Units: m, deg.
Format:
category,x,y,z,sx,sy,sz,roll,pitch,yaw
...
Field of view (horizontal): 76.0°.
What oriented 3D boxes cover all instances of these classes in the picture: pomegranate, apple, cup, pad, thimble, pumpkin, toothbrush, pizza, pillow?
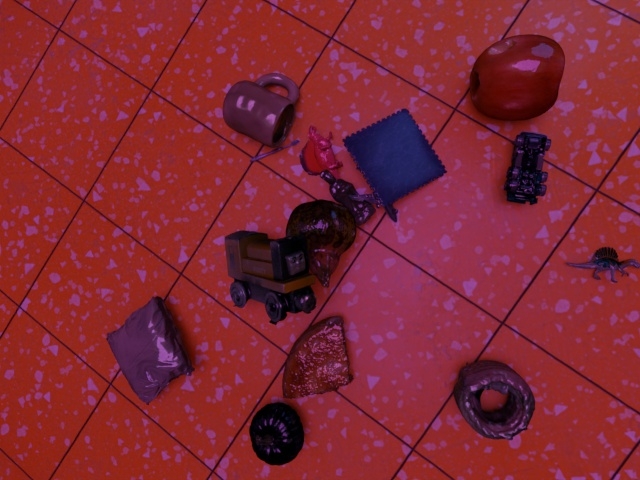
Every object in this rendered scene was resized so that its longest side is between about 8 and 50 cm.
category,x,y,z,sx,sy,sz,roll,pitch,yaw
pomegranate,0.013,0.003,1.302,0.222,0.204,0.277,-32,79,40
apple,0.570,-0.475,1.210,0.240,0.242,0.242,-1,87,17
cup,-0.192,-0.465,1.381,0.202,0.173,0.255,27,93,9
pad,0.242,-0.274,1.328,0.269,0.012,0.269,-30,83,-13
thimble,0.511,0.469,1.223,0.218,0.150,0.219,0,88,10
pumpkin,-0.142,0.633,1.345,0.194,0.150,0.194,1,108,2
toothbrush,-0.164,-0.316,1.449,0.193,0.019,0.013,-20,85,11
pizza,0.004,0.408,1.353,0.226,0.086,0.336,32,95,6
pillow,-0.603,0.395,1.443,0.283,0.138,0.310,-34,80,16

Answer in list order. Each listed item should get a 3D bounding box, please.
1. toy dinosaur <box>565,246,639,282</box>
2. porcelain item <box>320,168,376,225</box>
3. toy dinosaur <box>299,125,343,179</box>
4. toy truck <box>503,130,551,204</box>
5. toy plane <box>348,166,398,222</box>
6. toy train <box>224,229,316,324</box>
category,x,y,z,sx,sy,sz,roll,pitch,yaw
toy dinosaur,0.856,0.065,1.236,0.187,0.044,0.106,25,79,23
porcelain item,0.085,-0.150,1.339,0.081,0.069,0.216,-43,98,2
toy dinosaur,0.004,-0.248,1.400,0.138,0.070,0.286,-20,94,21
toy truck,0.621,-0.213,1.253,0.110,0.116,0.216,11,82,10
toy plane,0.195,-0.160,1.333,0.226,0.058,0.226,-31,87,-23
toy train,-0.163,0.102,1.283,0.397,0.160,0.253,7,104,48
